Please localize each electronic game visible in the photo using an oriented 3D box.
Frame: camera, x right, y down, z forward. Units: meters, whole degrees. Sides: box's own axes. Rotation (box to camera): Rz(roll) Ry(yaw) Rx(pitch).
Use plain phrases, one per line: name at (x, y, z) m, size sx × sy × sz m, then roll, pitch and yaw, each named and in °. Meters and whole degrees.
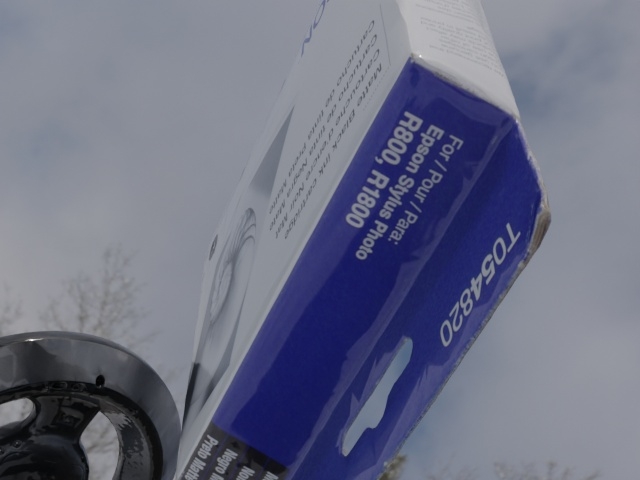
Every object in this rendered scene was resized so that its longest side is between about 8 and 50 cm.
electronic game at (-0.203, 0.161, 0.726) m, size 0.048 × 0.229 × 0.229 m, roll 45°, pitch -48°, yaw 48°

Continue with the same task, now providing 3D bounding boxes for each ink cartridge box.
ink cartridge box at (0.000, 0.000, 0.429) m, size 0.224 × 0.045 × 0.223 m, roll -94°, pitch -153°, yaw -54°
